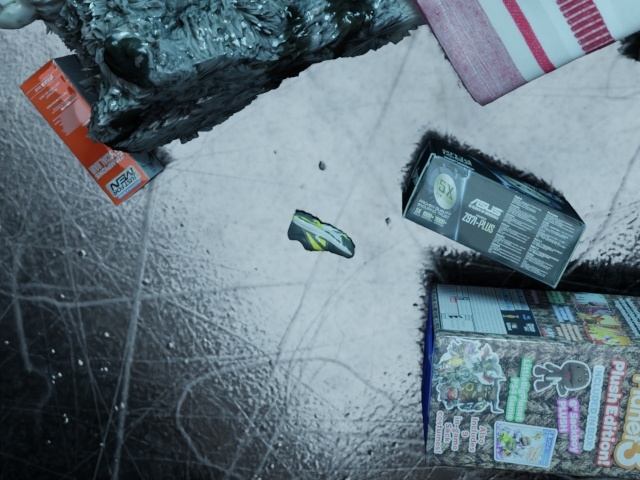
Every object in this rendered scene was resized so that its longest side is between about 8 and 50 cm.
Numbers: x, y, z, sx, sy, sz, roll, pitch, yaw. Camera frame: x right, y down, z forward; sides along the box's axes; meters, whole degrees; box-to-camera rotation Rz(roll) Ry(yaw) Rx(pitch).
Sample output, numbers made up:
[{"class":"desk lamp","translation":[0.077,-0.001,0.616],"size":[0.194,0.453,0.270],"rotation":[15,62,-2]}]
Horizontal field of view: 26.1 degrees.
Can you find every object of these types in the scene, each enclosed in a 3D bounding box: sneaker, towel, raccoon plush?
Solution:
[{"class":"sneaker","translation":[0.000,0.000,1.571],"size":[0.083,0.031,0.035],"rotation":[32,114,1]},{"class":"towel","translation":[0.236,-0.292,1.357],"size":[0.329,0.037,0.237],"rotation":[-25,112,29]},{"class":"raccoon plush","translation":[-0.144,-0.282,1.476],"size":[0.446,0.216,0.299],"rotation":[-17,75,-31]}]

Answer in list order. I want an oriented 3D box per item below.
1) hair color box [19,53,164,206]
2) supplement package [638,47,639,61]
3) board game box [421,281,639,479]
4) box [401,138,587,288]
[{"class":"hair color box","translation":[-0.251,-0.123,1.527],"size":[0.053,0.093,0.167],"rotation":[-39,96,10]},{"class":"supplement package","translation":[0.488,-0.261,1.433],"size":[0.262,0.145,0.204],"rotation":[9,101,2]},{"class":"board game box","translation":[0.258,0.146,1.477],"size":[0.291,0.232,0.141],"rotation":[4,102,3]},{"class":"box","translation":[0.183,-0.033,1.491],"size":[0.180,0.147,0.077],"rotation":[25,101,-1]}]
